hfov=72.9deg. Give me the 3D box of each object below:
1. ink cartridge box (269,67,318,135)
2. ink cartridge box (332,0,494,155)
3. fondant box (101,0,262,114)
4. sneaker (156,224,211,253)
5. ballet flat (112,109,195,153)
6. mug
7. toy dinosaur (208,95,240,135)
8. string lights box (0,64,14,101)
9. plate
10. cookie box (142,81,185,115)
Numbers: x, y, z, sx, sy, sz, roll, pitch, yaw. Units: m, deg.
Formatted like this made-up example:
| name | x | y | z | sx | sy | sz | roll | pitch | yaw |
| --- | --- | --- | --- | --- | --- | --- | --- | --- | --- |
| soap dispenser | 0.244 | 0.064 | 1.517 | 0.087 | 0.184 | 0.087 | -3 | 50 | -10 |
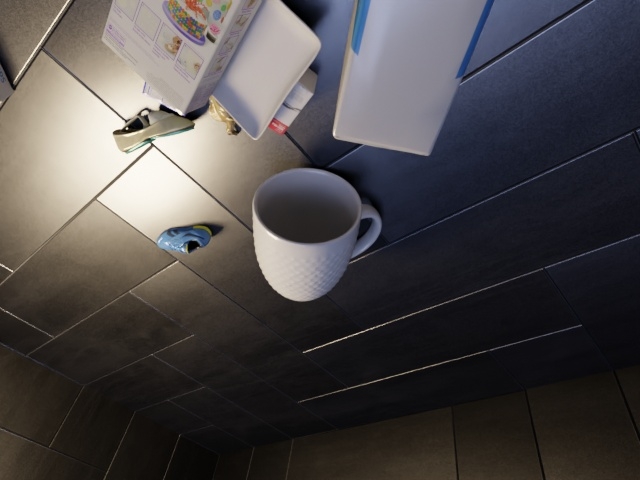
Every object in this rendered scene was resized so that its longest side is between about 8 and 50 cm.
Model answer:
| name | x | y | z | sx | sy | sz | roll | pitch | yaw |
| --- | --- | --- | --- | --- | --- | --- | --- | --- | --- |
| ink cartridge box | -0.068 | -0.327 | 1.001 | 0.056 | 0.099 | 0.135 | 30 | 132 | -21 |
| ink cartridge box | 0.137 | -0.375 | 0.714 | 0.166 | 0.394 | 0.285 | 11 | 135 | -3 |
| fondant box | -0.279 | -0.460 | 0.869 | 0.238 | 0.096 | 0.330 | 44 | 130 | -3 |
| sneaker | -0.456 | 0.006 | 1.409 | 0.209 | 0.082 | 0.069 | -8 | 133 | 20 |
| ballet flat | -0.441 | -0.293 | 1.126 | 0.249 | 0.086 | 0.086 | -12 | 130 | 22 |
| mug | 0.000 | 0.000 | 1.216 | 0.374 | 0.276 | 0.328 | -14 | 143 | -18 |
| toy dinosaur | -0.238 | -0.330 | 1.063 | 0.093 | 0.053 | 0.183 | -10 | 131 | 21 |
| string lights box | -0.937 | -0.426 | 1.086 | 0.260 | 0.076 | 0.133 | 5 | 133 | 6 |
| plate | -0.157 | -0.406 | 0.925 | 0.278 | 0.045 | 0.277 | 47 | 128 | 1 |
| cookie box | -0.353 | -0.356 | 1.033 | 0.107 | 0.091 | 0.040 | 27 | 129 | -14 |
